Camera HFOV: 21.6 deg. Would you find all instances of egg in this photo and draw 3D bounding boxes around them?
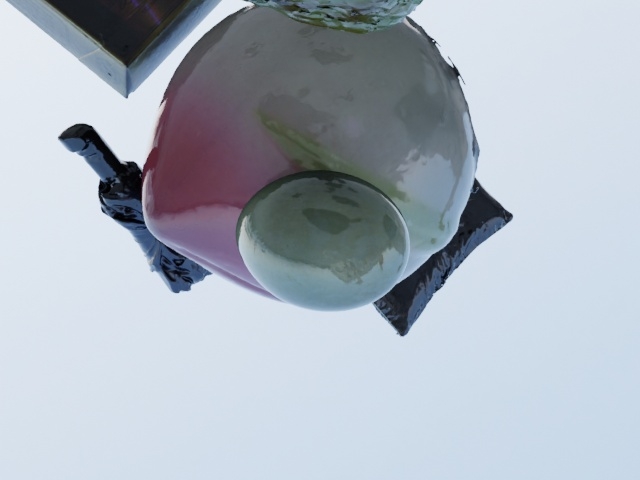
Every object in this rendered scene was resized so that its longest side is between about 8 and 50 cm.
[{"bbox_3d":[0.000,0.000,1.348,0.152,0.114,0.114,8,-140,36],"label":"egg"}]

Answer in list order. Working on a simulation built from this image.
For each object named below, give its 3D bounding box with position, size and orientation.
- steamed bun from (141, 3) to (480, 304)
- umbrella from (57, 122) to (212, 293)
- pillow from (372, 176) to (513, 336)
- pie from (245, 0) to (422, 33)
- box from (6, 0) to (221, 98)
[{"bbox_3d":[-0.033,-0.068,1.524,0.309,0.309,0.309,-10,-146,7],"label":"steamed bun"},{"bbox_3d":[-0.168,-0.035,1.590,0.071,0.248,0.071,-14,-132,16],"label":"umbrella"},{"bbox_3d":[0.113,-0.009,1.918,0.208,0.141,0.055,-46,-172,-22],"label":"pillow"},{"bbox_3d":[-0.119,-0.238,0.991,0.395,0.418,0.180,26,-91,17],"label":"pie"},{"bbox_3d":[-0.226,-0.276,1.652,0.240,0.071,0.159,39,-106,13],"label":"box"}]
